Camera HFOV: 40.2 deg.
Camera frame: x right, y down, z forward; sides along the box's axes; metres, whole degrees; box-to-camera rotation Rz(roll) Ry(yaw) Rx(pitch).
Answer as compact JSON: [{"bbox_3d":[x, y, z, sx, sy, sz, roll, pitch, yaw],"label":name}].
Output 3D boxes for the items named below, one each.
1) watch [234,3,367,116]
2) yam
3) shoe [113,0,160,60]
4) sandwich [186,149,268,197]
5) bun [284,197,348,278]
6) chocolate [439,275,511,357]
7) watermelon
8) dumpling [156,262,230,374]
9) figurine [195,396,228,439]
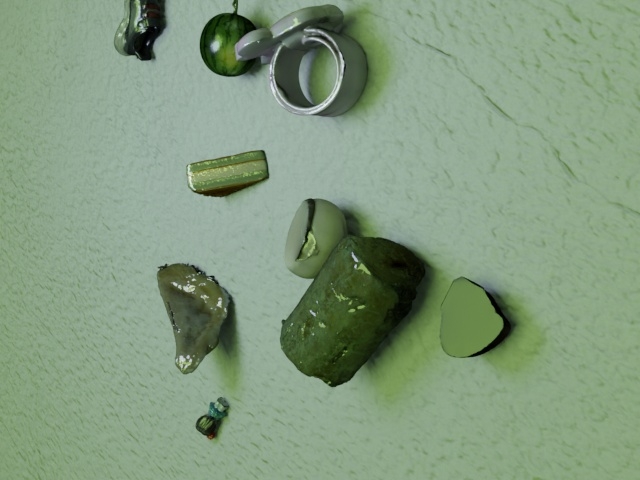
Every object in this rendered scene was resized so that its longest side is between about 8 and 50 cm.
[{"bbox_3d":[-0.038,-0.363,1.857,0.248,0.211,0.217,-22,83,31],"label":"watch"},{"bbox_3d":[0.065,0.126,1.747,0.195,0.195,0.300,53,122,29],"label":"yam"},{"bbox_3d":[-0.462,-0.575,2.299,0.112,0.099,0.227,41,119,27],"label":"shoe"},{"bbox_3d":[-0.220,-0.160,2.053,0.163,0.113,0.079,-17,78,40],"label":"sandwich"},{"bbox_3d":[0.000,0.000,1.847,0.173,0.120,0.172,-163,90,-74],"label":"bun"},{"bbox_3d":[0.293,0.144,1.615,0.125,0.080,0.148,-1,81,30],"label":"chocolate"},{"bbox_3d":[-0.206,-0.475,2.034,0.141,0.141,0.187,20,99,40],"label":"watermelon"},{"bbox_3d":[-0.296,0.180,2.132,0.086,0.166,0.332,82,170,-52],"label":"dumpling"},{"bbox_3d":[-0.260,0.433,2.125,0.060,0.047,0.106,35,108,-2],"label":"figurine"}]
